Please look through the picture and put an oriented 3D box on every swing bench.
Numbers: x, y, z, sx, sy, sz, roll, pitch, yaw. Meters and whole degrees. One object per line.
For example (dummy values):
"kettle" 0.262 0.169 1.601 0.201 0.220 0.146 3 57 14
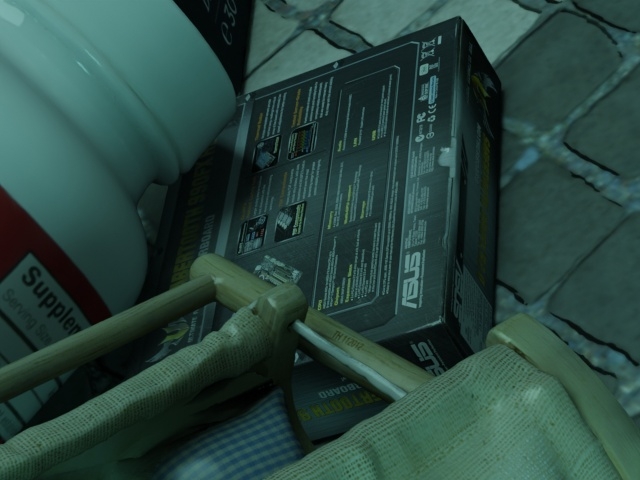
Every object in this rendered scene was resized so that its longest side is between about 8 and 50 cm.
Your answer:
"swing bench" -0.034 0.131 0.637 0.254 0.165 0.253 8 26 44

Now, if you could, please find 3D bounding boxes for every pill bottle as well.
"pill bottle" -0.237 0.023 0.876 0.408 0.229 0.229 -49 38 -14

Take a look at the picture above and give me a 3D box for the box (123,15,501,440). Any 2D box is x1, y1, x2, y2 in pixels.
"box" 0.000 0.000 0.923 0.183 0.056 0.231 -19 39 23

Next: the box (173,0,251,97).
"box" -0.264 -0.359 1.179 0.297 0.472 0.480 -19 40 20
